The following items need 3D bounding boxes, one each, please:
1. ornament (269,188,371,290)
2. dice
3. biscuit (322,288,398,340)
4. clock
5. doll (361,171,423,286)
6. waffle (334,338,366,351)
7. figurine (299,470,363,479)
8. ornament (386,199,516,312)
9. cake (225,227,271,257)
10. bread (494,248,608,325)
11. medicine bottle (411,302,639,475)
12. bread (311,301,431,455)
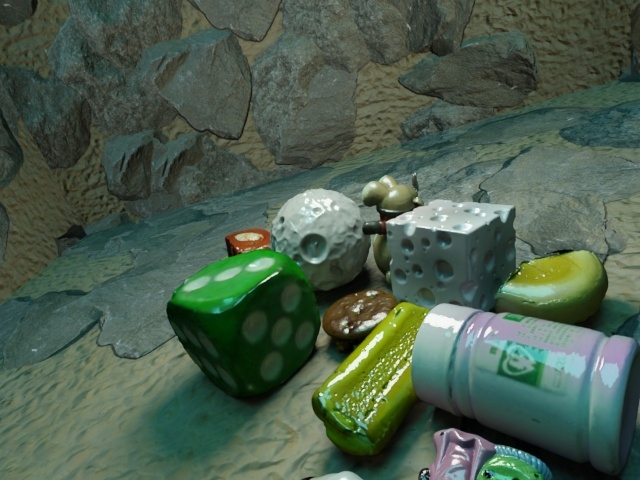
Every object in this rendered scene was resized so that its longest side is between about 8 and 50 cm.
[{"bbox_3d":[0.000,0.000,1.365,0.336,0.337,0.337,-15,23,6],"label":"ornament"},{"bbox_3d":[-0.198,0.207,1.111,0.297,0.287,0.300,6,32,43],"label":"dice"},{"bbox_3d":[0.103,0.193,1.120,0.212,0.036,0.212,-16,21,6],"label":"biscuit"},{"bbox_3d":[0.228,0.394,0.620,0.193,0.100,0.195,4,32,38],"label":"clock"},{"bbox_3d":[0.241,-0.034,1.287,0.174,0.330,0.235,4,24,33],"label":"doll"},{"bbox_3d":[0.148,0.229,1.120,0.231,0.051,0.229,-12,21,12],"label":"waffle"},{"bbox_3d":[-0.043,0.459,0.543,0.320,0.196,0.323,15,29,42],"label":"figurine"},{"bbox_3d":[0.345,0.042,1.108,0.239,0.239,0.239,-23,23,-37],"label":"ornament"},{"bbox_3d":[-0.274,0.052,1.709,0.176,0.151,0.283,-14,20,-23],"label":"cake"},{"bbox_3d":[0.526,0.132,0.953,0.260,0.158,0.156,-13,33,10],"label":"bread"},{"bbox_3d":[0.352,0.238,0.743,0.325,0.212,0.212,5,32,45],"label":"medicine bottle"},{"bbox_3d":[0.142,0.284,0.899,0.166,0.112,0.383,31,48,27],"label":"bread"}]
